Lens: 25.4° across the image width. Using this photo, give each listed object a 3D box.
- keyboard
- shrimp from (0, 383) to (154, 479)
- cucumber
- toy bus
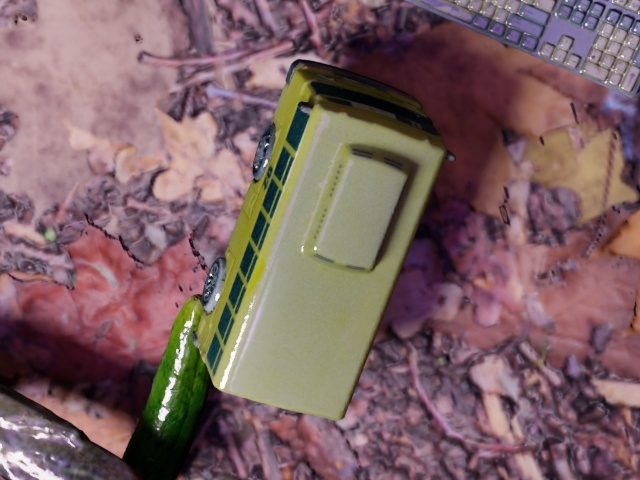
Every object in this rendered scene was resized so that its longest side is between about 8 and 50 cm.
[{"bbox_3d":[0.101,-0.137,0.772,0.176,0.014,0.055,24,109,4],"label":"keyboard"},{"bbox_3d":[-0.157,0.210,0.852,0.444,0.085,0.272,15,112,14],"label":"shrimp"},{"bbox_3d":[-0.090,0.106,0.848,0.039,0.039,0.168,22,108,5],"label":"cucumber"},{"bbox_3d":[0.000,0.000,0.766,0.088,0.101,0.175,17,104,-16],"label":"toy bus"}]
